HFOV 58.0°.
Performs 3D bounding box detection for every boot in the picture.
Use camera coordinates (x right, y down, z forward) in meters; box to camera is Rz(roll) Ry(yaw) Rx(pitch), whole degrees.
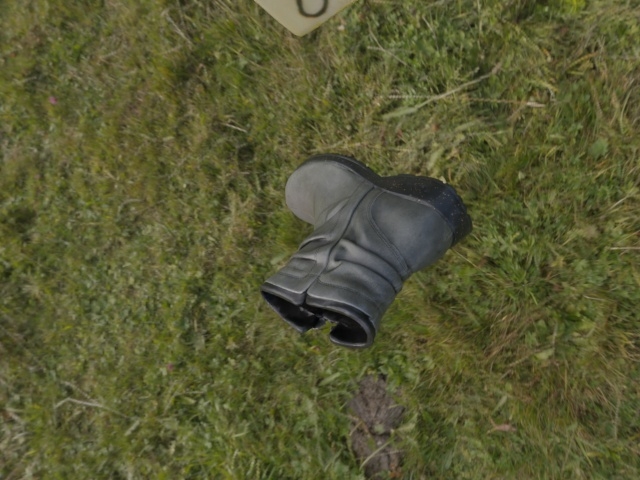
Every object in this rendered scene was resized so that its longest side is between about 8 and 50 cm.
[{"bbox_3d":[0.000,0.000,0.529,0.161,0.083,0.247,-41,31,-22],"label":"boot"}]

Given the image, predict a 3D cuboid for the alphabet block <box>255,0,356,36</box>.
[{"bbox_3d":[-0.014,-0.316,0.434,0.193,0.197,0.193,-18,59,35],"label":"alphabet block"}]
